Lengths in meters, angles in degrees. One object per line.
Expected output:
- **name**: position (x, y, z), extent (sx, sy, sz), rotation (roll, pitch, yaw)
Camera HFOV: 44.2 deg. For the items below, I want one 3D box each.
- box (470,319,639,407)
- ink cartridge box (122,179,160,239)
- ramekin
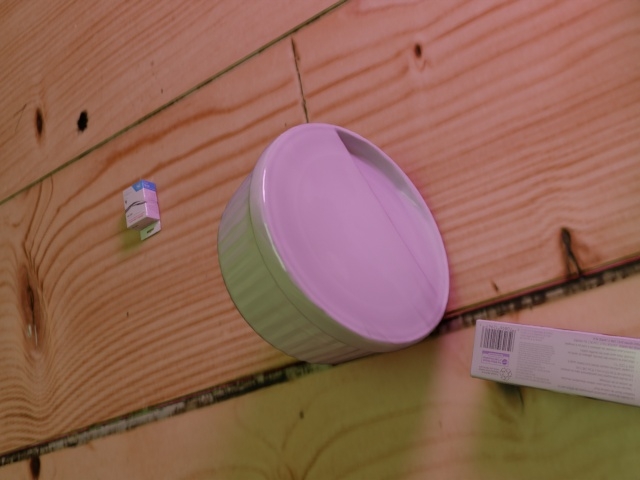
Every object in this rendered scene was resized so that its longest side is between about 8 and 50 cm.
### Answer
- **box**: position (0.300, 0.125, 0.748), extent (0.324, 0.063, 0.067), rotation (2, 82, 39)
- **ink cartridge box**: position (-0.284, -0.048, 1.252), extent (0.048, 0.028, 0.083), rotation (-26, 65, 29)
- **ramekin**: position (0.009, 0.014, 0.883), extent (0.127, 0.273, 0.272), rotation (-35, 60, 40)
